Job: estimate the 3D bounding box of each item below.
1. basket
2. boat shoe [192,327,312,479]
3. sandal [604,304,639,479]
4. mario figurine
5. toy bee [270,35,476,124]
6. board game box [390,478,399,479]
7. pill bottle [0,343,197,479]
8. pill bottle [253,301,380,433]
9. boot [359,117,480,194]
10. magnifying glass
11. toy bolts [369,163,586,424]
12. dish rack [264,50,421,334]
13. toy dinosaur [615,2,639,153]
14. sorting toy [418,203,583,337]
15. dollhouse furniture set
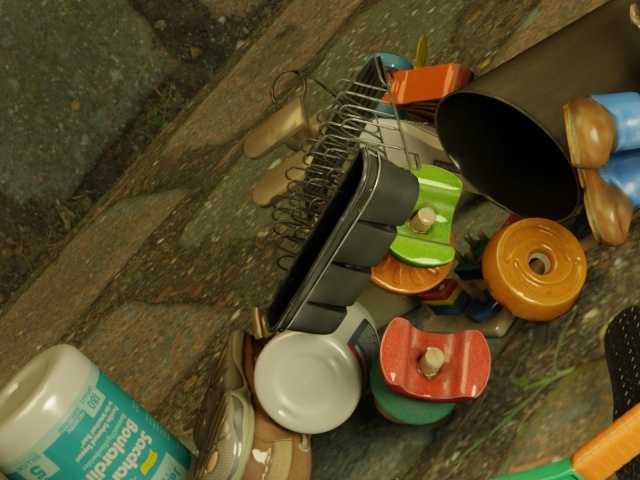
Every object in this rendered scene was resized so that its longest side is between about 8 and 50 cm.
[{"bbox_3d":[0.267,-0.144,1.349,0.227,0.154,0.204,-36,33,-21],"label":"basket"},{"bbox_3d":[-0.067,0.194,1.411,0.324,0.116,0.123,-98,29,-71],"label":"boat shoe"},{"bbox_3d":[0.254,0.123,1.000,0.067,0.040,0.179,-43,26,35],"label":"sandal"},{"bbox_3d":[0.355,-0.080,1.004,0.320,0.170,0.198,-16,-17,15],"label":"mario figurine"},{"bbox_3d":[0.106,-0.202,1.867,0.298,0.162,0.195,29,89,39],"label":"toy bee"},{"bbox_3d":[-0.010,0.327,1.141,0.136,0.030,0.259,-25,27,39],"label":"board game box"},{"bbox_3d":[-0.224,0.243,1.388,0.146,0.264,0.146,-39,20,17],"label":"pill bottle"},{"bbox_3d":[0.004,0.120,1.347,0.108,0.108,0.180,-38,2,17],"label":"pill bottle"},{"bbox_3d":[0.141,-0.113,1.573,0.086,0.190,0.069,-63,-9,-53],"label":"boot"},{"bbox_3d":[0.172,0.182,0.958,0.231,0.092,0.026,-42,14,20],"label":"magnifying glass"},{"bbox_3d":[0.125,0.075,1.266,0.158,0.218,0.228,116,168,-66],"label":"toy bolts"},{"bbox_3d":[0.013,-0.055,1.262,0.208,0.074,0.271,-58,24,32],"label":"dish rack"},{"bbox_3d":[0.377,-0.115,1.163,0.200,0.127,0.295,-2,53,26],"label":"toy dinosaur"},{"bbox_3d":[0.175,0.030,1.365,0.274,0.046,0.132,-51,20,-22],"label":"sorting toy"},{"bbox_3d":[0.000,0.000,1.545,0.161,0.212,0.242,-33,48,25],"label":"dollhouse furniture set"}]
